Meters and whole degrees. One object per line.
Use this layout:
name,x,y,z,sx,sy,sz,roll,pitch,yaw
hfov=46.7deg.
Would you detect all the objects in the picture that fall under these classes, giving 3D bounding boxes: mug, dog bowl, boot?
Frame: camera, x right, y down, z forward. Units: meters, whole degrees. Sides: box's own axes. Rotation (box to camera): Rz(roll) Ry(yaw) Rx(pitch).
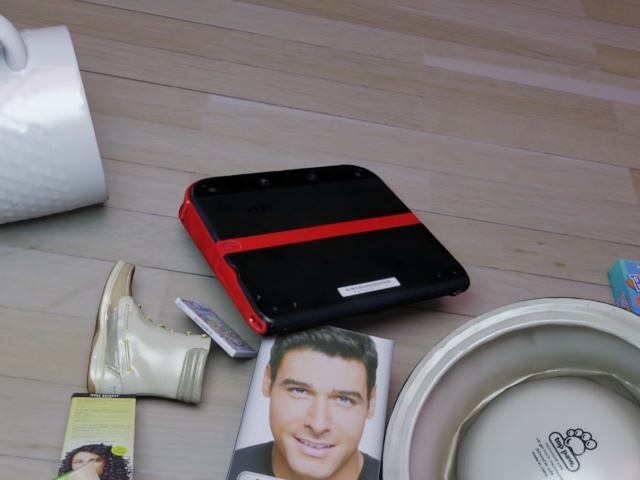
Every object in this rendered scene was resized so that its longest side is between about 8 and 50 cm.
mug,-0.507,-0.183,1.067,0.328,0.374,0.276,-14,61,-16
dog bowl,0.289,0.279,0.917,0.408,0.150,0.408,-18,45,19
boot,-0.237,0.131,1.068,0.165,0.077,0.213,5,56,-8

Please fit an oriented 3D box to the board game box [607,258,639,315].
board game box,0.601,0.136,1.283,0.160,0.047,0.210,8,49,-7

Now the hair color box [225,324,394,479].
hair color box,-0.023,0.290,0.965,0.185,0.114,0.374,14,49,-2

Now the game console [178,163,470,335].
game console,0.000,0.000,1.181,0.386,0.060,0.342,-9,45,-31

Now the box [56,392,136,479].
box,-0.266,0.264,0.886,0.087,0.058,0.232,4,17,-15

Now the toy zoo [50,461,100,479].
toy zoo,-0.321,0.370,0.760,0.293,0.030,0.192,-27,86,12

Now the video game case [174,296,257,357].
video game case,-0.152,0.129,1.091,0.122,0.087,0.011,39,93,19
